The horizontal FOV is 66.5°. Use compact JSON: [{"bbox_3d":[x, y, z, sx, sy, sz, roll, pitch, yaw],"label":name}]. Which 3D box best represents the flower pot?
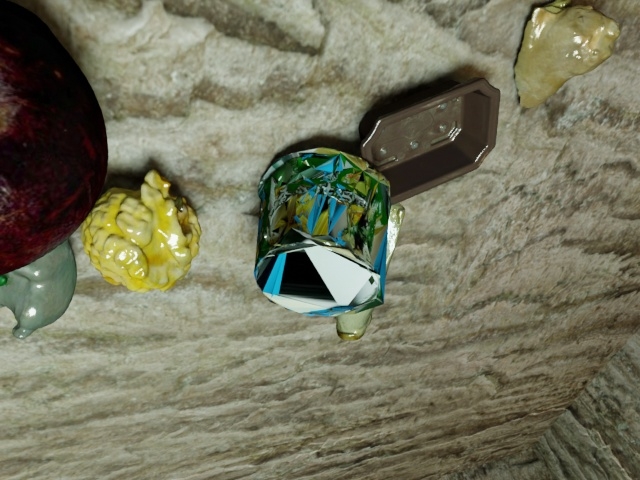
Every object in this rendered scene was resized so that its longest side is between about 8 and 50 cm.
[{"bbox_3d":[0.169,-0.177,0.823,0.251,0.084,0.178,-24,135,-9],"label":"flower pot"}]

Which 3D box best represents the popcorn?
[{"bbox_3d":[-0.249,-0.009,0.696,0.170,0.179,0.180,-17,139,15],"label":"popcorn"}]

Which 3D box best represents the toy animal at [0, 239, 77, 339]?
[{"bbox_3d":[-0.387,-0.003,0.672,0.126,0.127,0.251,18,105,-24],"label":"toy animal"}]

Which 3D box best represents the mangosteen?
[{"bbox_3d":[-0.362,-0.101,0.476,0.298,0.293,0.296,0,91,-5],"label":"mangosteen"}]

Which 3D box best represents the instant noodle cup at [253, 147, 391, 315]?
[{"bbox_3d":[0.000,0.000,0.765,0.241,0.178,0.240,4,138,3],"label":"instant noodle cup"}]

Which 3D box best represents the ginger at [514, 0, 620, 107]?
[{"bbox_3d":[0.417,-0.301,0.830,0.115,0.123,0.193,-38,146,-23],"label":"ginger"}]

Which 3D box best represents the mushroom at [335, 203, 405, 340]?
[{"bbox_3d":[0.092,0.073,0.997,0.087,0.107,0.333,21,128,8],"label":"mushroom"}]
